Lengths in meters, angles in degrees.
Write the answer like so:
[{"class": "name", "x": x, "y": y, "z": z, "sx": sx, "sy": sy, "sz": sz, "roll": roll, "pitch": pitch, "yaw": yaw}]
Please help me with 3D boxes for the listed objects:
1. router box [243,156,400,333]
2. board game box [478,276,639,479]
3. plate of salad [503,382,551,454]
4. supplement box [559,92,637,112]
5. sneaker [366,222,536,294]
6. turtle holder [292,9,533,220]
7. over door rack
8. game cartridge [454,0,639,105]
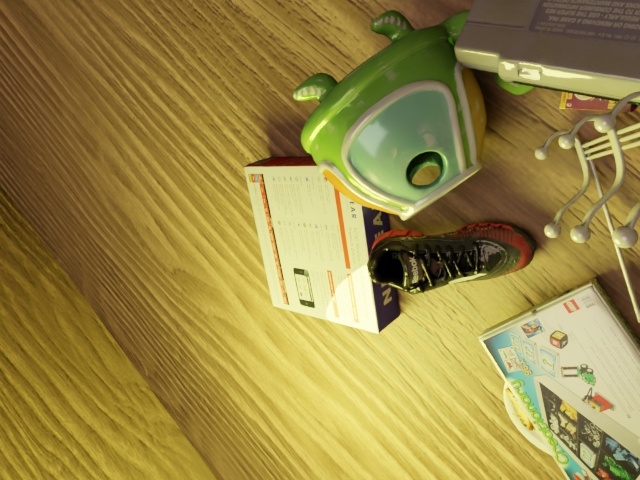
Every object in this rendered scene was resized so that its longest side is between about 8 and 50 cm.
[{"class": "router box", "x": 0.000, "y": 0.000, "z": 1.017, "sx": 0.301, "sy": 0.082, "sz": 0.336, "roll": 8, "pitch": 115, "yaw": 40}, {"class": "board game box", "x": 0.404, "y": 0.233, "z": 0.733, "sx": 0.193, "sy": 0.053, "sz": 0.306, "roll": -36, "pitch": 79, "yaw": 33}, {"class": "plate of salad", "x": 0.398, "y": 0.291, "z": 0.816, "sx": 0.199, "sy": 0.048, "sz": 0.200, "roll": 20, "pitch": 122, "yaw": 36}, {"class": "supplement box", "x": 0.354, "y": -0.193, "z": 0.621, "sx": 0.083, "sy": 0.043, "sz": 0.055, "roll": 16, "pitch": 119, "yaw": 37}, {"class": "sneaker", "x": 0.197, "y": 0.033, "z": 0.796, "sx": 0.275, "sy": 0.135, "sz": 0.098, "roll": -3, "pitch": 105, "yaw": 29}, {"class": "turtle holder", "x": 0.140, "y": -0.176, "z": 0.720, "sx": 0.228, "sy": 0.320, "sz": 0.243, "roll": 56, "pitch": 168, "yaw": 6}, {"class": "over door rack", "x": 0.363, "y": 0.011, "z": 0.568, "sx": 0.108, "sy": 0.239, "sz": 0.325, "roll": -29, "pitch": 89, "yaw": 10}, {"class": "game cartridge", "x": 0.343, "y": -0.254, "z": 0.504, "sx": 0.354, "sy": 0.068, "sz": 0.230, "roll": 24, "pitch": 94, "yaw": 31}]
